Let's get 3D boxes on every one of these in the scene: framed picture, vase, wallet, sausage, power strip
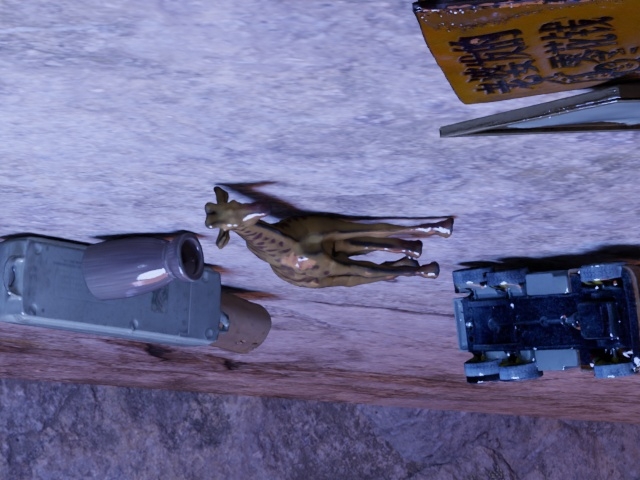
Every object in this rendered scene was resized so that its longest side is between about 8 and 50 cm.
[{"bbox_3d":[0.185,-0.073,1.045,0.201,0.010,0.136,-4,177,-38],"label":"framed picture"},{"bbox_3d":[-0.152,0.021,1.634,0.101,0.053,0.053,-9,167,28],"label":"vase"},{"bbox_3d":[0.127,-0.101,0.883,0.161,0.042,0.195,-1,170,12],"label":"wallet"},{"bbox_3d":[-0.172,0.067,1.880,0.066,0.065,0.301,-7,168,41],"label":"sausage"},{"bbox_3d":[-0.194,0.049,1.725,0.052,0.078,0.272,-6,169,42],"label":"power strip"}]

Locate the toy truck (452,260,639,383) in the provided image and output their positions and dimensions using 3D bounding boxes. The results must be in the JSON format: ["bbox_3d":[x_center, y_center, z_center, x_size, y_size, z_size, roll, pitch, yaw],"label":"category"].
[{"bbox_3d":[0.229,0.068,1.740,0.140,0.108,0.257,-8,-179,-41],"label":"toy truck"}]

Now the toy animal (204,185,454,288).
[{"bbox_3d":[-0.007,0.001,1.504,0.275,0.054,0.149,11,164,-41],"label":"toy animal"}]
